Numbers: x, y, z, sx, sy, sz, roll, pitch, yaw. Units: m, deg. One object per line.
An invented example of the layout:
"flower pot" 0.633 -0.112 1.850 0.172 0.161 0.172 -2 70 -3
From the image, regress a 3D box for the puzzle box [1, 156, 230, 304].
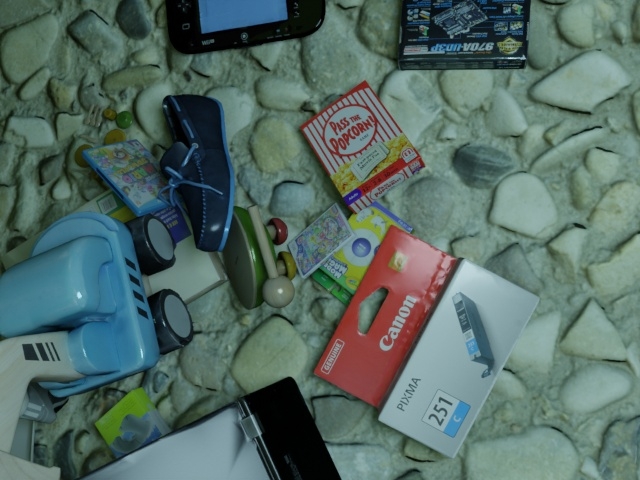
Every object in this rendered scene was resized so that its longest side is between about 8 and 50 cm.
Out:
"puzzle box" -0.405 0.055 1.142 0.409 0.052 0.272 -29 78 10

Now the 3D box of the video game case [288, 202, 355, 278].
"video game case" 0.000 0.000 1.035 0.122 0.011 0.087 -41 46 17

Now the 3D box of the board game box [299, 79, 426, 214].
"board game box" 0.070 -0.165 1.025 0.146 0.045 0.193 -35 64 9

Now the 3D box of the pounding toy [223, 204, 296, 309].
"pounding toy" -0.088 0.020 1.012 0.110 0.237 0.183 -13 94 -23

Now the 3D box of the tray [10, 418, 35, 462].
"tray" -0.690 0.385 1.195 0.270 0.030 0.145 1 84 14

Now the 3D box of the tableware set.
"tableware set" -0.441 -0.197 1.192 0.104 0.024 0.154 17 88 12

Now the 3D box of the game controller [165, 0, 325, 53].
"game controller" -0.146 -0.454 1.117 0.319 0.067 0.167 -4 84 15

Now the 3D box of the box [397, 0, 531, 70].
"box" 0.249 -0.388 1.018 0.220 0.051 0.175 3 86 14

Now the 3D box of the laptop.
"laptop" -0.109 0.440 0.843 0.236 0.408 0.382 -28 79 9

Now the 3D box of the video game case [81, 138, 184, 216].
"video game case" -0.331 -0.117 1.058 0.166 0.119 0.015 44 128 15

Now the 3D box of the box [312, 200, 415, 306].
"box" 0.070 0.022 1.030 0.105 0.043 0.179 37 96 15

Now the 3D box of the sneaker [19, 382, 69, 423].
"sneaker" -0.563 0.286 1.145 0.086 0.132 0.228 -50 39 1

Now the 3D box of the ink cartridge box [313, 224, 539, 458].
"ink cartridge box" 0.166 0.160 0.958 0.261 0.066 0.296 27 92 3

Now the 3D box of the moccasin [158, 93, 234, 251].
"moccasin" -0.229 -0.121 1.026 0.138 0.116 0.342 -57 37 39

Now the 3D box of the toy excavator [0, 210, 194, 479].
"toy excavator" -0.386 0.146 0.860 0.222 0.445 0.433 -21 75 12

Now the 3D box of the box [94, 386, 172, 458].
"box" -0.331 0.381 1.098 0.109 0.042 0.178 -42 76 8
